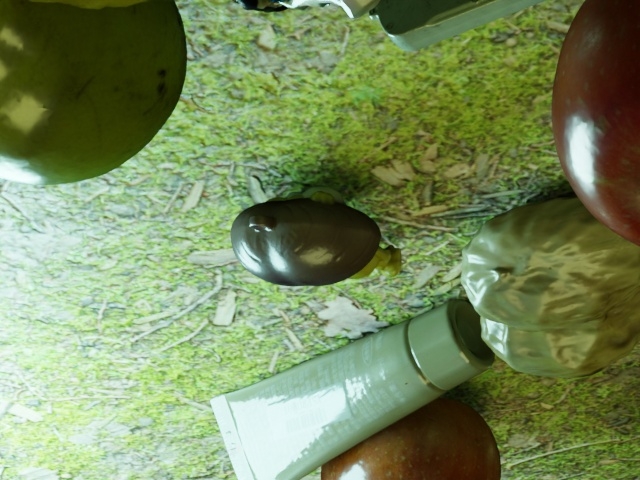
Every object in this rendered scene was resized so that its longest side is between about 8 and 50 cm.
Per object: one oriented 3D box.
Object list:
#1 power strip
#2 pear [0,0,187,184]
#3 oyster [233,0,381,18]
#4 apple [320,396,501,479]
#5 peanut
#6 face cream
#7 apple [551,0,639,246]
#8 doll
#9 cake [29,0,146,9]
[{"bbox_3d":[0.143,-0.213,1.382,0.227,0.080,0.029,-19,145,23],"label":"power strip"},{"bbox_3d":[-0.208,-0.145,1.352,0.212,0.212,0.269,-16,160,20],"label":"pear"},{"bbox_3d":[0.005,-0.252,1.318,0.198,0.092,0.259,5,136,-10],"label":"oyster"},{"bbox_3d":[0.103,0.251,1.998,0.201,0.162,0.201,10,160,4],"label":"apple"},{"bbox_3d":[0.242,0.047,1.744,0.197,0.110,0.233,-13,145,7],"label":"peanut"},{"bbox_3d":[0.028,0.168,1.916,0.341,0.137,0.084,-30,163,28],"label":"face cream"},{"bbox_3d":[0.299,-0.111,1.299,0.260,0.216,0.260,12,144,9],"label":"apple"},{"bbox_3d":[-0.007,0.000,1.691,0.145,0.096,0.188,5,174,15],"label":"doll"},{"bbox_3d":[-0.201,-0.265,1.202,0.261,0.179,0.156,5,146,-16],"label":"cake"}]
